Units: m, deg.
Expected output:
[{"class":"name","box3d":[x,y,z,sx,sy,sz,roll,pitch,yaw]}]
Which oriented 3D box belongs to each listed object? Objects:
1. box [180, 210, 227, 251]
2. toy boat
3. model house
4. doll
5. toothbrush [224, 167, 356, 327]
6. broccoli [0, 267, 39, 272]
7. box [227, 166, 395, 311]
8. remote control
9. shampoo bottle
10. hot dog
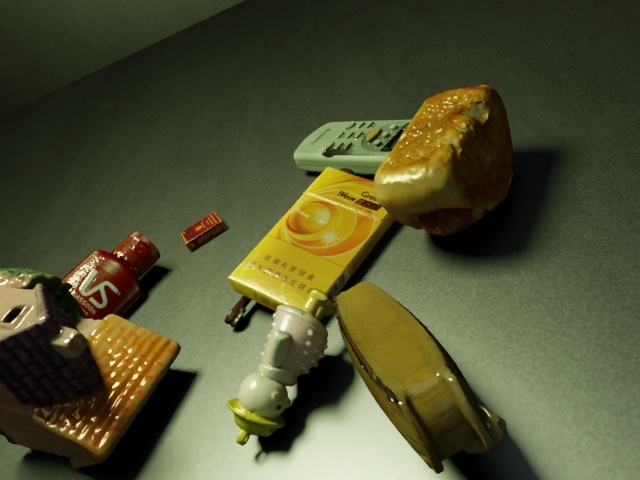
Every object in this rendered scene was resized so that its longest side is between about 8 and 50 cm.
[{"class":"box","box3d":[-0.224,-0.018,1.174,0.082,0.023,0.051,-33,33,-8]},{"class":"toy boat","box3d":[0.088,0.136,0.662,0.089,0.121,0.321,-31,20,-4]},{"class":"model house","box3d":[-0.341,0.158,0.842,0.237,0.237,0.202,1,36,30]},{"class":"doll","box3d":[-0.047,0.151,0.747,0.081,0.129,0.207,24,71,17]},{"class":"toothbrush","box3d":[-0.044,0.000,1.006,0.040,0.041,0.364,6,46,40]},{"class":"broccoli","box3d":[-0.575,0.087,1.062,0.198,0.275,0.177,8,44,27]},{"class":"box","box3d":[0.000,0.000,0.942,0.152,0.043,0.269,23,56,28]},{"class":"remote control","box3d":[0.086,-0.176,1.132,0.296,0.056,0.140,9,43,42]},{"class":"shampoo bottle","box3d":[-0.406,0.112,1.052,0.314,0.118,0.076,-49,2,-30]},{"class":"hot dog","box3d":[0.186,-0.100,0.876,0.150,0.153,0.257,-3,38,39]}]
